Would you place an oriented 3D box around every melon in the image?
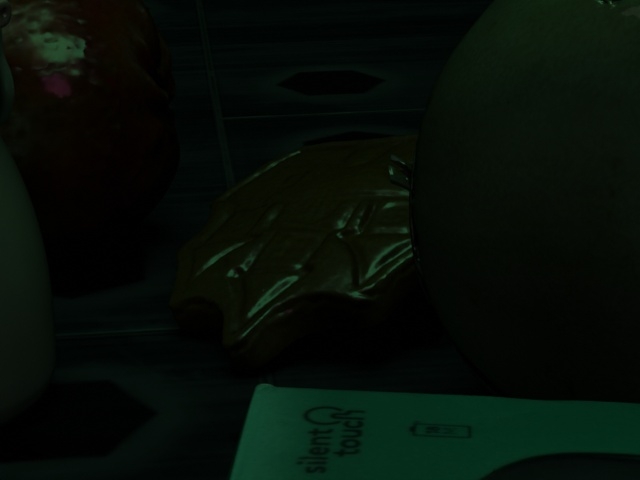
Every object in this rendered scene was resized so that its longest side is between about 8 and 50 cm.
[{"bbox_3d":[0.190,-0.027,0.675,0.330,0.268,0.268,-2,18,21],"label":"melon"}]

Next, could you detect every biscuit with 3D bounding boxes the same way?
[{"bbox_3d":[-0.001,-0.002,0.875,0.182,0.034,0.215,-5,30,29],"label":"biscuit"}]

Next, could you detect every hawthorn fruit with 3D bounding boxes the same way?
[{"bbox_3d":[-0.188,-0.079,0.968,0.200,0.179,0.179,3,20,1],"label":"hawthorn fruit"}]

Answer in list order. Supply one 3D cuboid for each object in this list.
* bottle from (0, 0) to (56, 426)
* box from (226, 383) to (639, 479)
[{"bbox_3d":[-0.207,-0.031,0.745,0.147,0.237,0.147,-1,21,0],"label":"bottle"},{"bbox_3d":[0.114,0.136,0.446,0.311,0.118,0.205,1,18,5],"label":"box"}]
